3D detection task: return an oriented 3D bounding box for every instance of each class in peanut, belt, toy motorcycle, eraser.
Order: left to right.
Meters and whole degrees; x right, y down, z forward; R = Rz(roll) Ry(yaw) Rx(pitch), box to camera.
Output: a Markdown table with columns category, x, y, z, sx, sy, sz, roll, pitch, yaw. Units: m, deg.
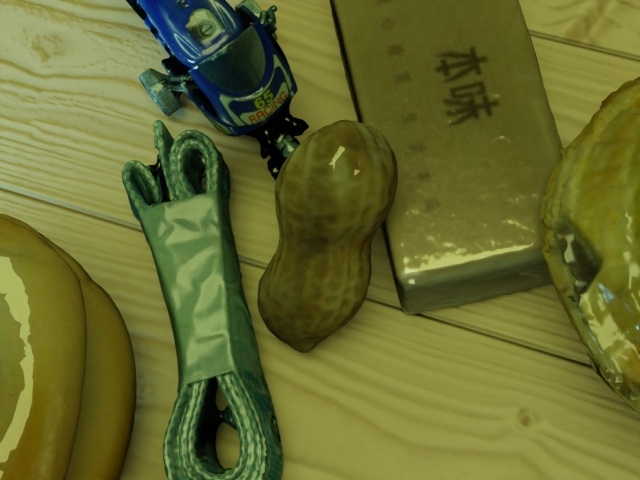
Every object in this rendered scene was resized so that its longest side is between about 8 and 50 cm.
| category | x | y | z | sx | sy | sz | roll | pitch | yaw |
| --- | --- | --- | --- | --- | --- | --- | --- | --- | --- |
| belt | -0.092 | 0.056 | 0.879 | 0.087 | 0.072 | 0.302 | -15 | 70 | 7 |
| toy motorcycle | -0.092 | -0.158 | 0.904 | 0.113 | 0.169 | 0.315 | -37 | 71 | -4 |
| peanut | -0.001 | -0.001 | 0.842 | 0.089 | 0.089 | 0.192 | 25 | 120 | 16 |
| eraser | 0.093 | -0.124 | 0.914 | 0.144 | 0.078 | 0.343 | -13 | 69 | 1 |

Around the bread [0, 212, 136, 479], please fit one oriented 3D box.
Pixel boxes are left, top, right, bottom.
| category | x | y | z | sx | sy | sz | roll | pitch | yaw |
| --- | --- | --- | --- | --- | --- | --- | --- | --- | --- |
| bread | -0.329 | 0.145 | 0.787 | 0.424 | 0.245 | 0.329 | -43 | 70 | -12 |

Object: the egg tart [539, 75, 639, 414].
| category | x | y | z | sx | sy | sz | roll | pitch | yaw |
| --- | --- | --- | --- | --- | --- | --- | --- | --- | --- |
| egg tart | 0.288 | 0.004 | 0.784 | 0.290 | 0.115 | 0.290 | 5 | 67 | -11 |
